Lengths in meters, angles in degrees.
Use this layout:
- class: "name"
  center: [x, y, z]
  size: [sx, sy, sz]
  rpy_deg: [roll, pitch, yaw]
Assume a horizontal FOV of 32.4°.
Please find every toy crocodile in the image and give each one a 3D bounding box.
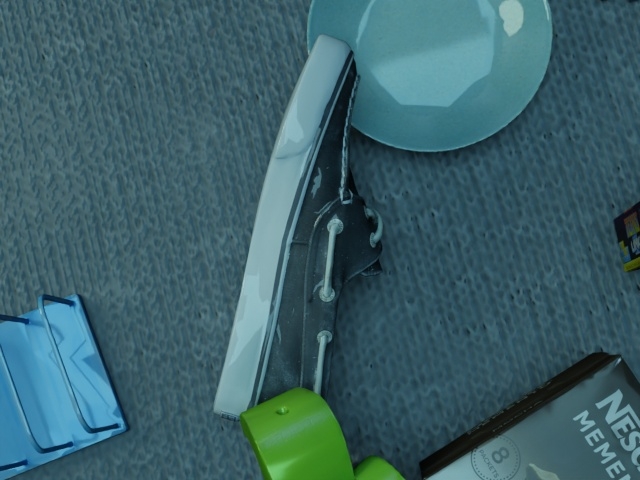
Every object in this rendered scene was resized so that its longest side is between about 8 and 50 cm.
- class: "toy crocodile"
  center: [0.043, 0.261, 0.788]
  size: [0.115, 0.105, 0.340]
  rpy_deg: [-36, 103, -19]

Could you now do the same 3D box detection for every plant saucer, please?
- class: "plant saucer"
  center: [0.087, -0.163, 0.888]
  size: [0.195, 0.037, 0.195]
  rpy_deg: [-1, 82, 4]

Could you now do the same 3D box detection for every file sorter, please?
- class: "file sorter"
  center: [-0.255, 0.123, 0.840]
  size: [0.170, 0.104, 0.118]
  rpy_deg: [-22, 83, 0]

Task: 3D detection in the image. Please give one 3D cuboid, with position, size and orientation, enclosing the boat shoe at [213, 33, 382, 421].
- class: "boat shoe"
  center: [0.000, 0.000, 0.836]
  size: [0.102, 0.108, 0.301]
  rpy_deg: [13, 92, -2]

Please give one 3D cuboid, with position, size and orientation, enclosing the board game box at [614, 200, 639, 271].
- class: "board game box"
  center: [0.314, -0.021, 0.804]
  size: [0.170, 0.141, 0.048]
  rpy_deg: [-11, 84, 2]

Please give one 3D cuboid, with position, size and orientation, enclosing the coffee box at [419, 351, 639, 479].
- class: "coffee box"
  center: [0.218, 0.247, 0.788]
  size: [0.168, 0.119, 0.297]
  rpy_deg: [-32, 82, 0]
